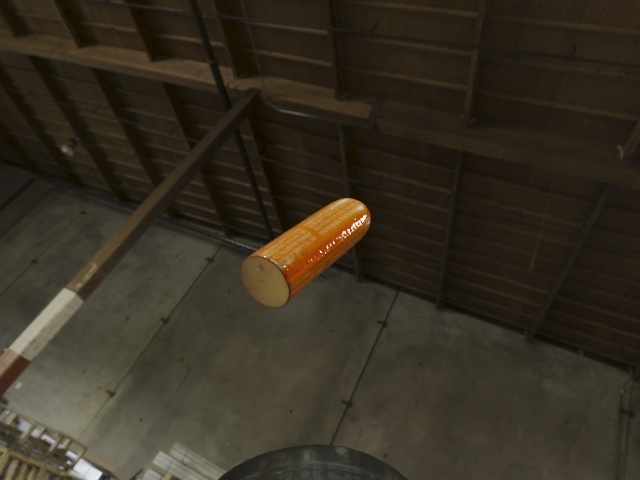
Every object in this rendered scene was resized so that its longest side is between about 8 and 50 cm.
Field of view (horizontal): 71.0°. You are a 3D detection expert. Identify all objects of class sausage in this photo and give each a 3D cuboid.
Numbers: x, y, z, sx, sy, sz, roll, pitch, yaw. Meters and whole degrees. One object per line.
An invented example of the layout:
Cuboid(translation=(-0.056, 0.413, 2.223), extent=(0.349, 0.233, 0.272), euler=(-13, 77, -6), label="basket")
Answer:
Cuboid(translation=(0.000, 0.000, 0.768), extent=(0.093, 0.312, 0.093), euler=(16, -58, 28), label="sausage")

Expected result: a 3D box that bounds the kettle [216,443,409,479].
Cuboid(translation=(0.025, 0.291, 0.238), extent=(0.268, 0.290, 0.207), euler=(5, -77, -2), label="kettle")
